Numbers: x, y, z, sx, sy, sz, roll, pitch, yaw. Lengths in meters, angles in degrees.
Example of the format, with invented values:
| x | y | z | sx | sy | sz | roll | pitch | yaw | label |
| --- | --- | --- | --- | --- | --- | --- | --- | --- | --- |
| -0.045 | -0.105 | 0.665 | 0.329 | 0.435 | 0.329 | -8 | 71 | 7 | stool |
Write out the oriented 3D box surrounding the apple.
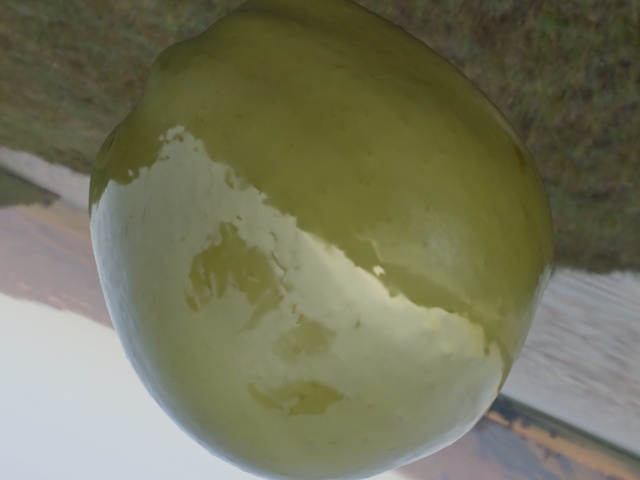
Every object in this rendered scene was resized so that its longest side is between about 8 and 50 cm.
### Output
| x | y | z | sx | sy | sz | roll | pitch | yaw | label |
| --- | --- | --- | --- | --- | --- | --- | --- | --- | --- |
| 0.000 | 0.000 | 0.453 | 0.200 | 0.200 | 0.200 | 24 | 176 | 2 | apple |
